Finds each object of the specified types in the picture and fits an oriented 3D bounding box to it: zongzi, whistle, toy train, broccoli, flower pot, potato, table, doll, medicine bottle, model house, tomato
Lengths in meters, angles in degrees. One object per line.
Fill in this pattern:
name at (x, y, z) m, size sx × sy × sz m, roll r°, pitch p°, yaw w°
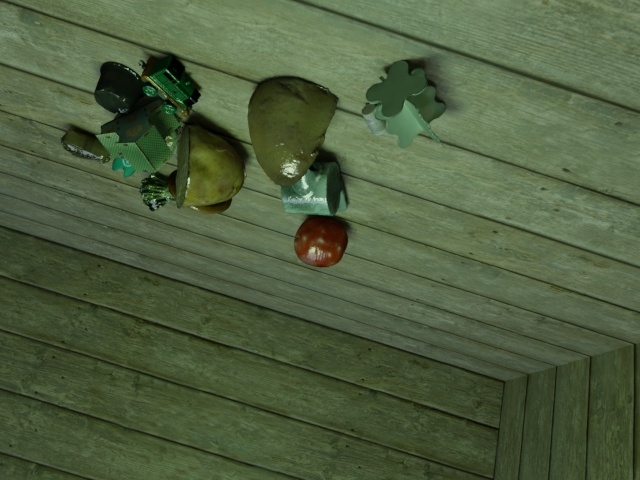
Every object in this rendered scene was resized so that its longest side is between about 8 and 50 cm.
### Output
zongzi at (-0.949, -0.368, 2.099) m, size 0.194 × 0.099 × 0.197 m, roll 22°, pitch 166°, yaw -10°
whistle at (-0.009, -0.189, 1.832) m, size 0.168 × 0.188 × 0.404 m, roll 3°, pitch -174°, yaw 17°
toy train at (-0.453, -0.474, 1.561) m, size 0.136 × 0.091 × 0.227 m, roll -14°, pitch 142°, yaw 32°
broccoli at (-0.609, -0.218, 2.168) m, size 0.303 × 0.165 × 0.146 m, roll -3°, pitch 120°, yaw 10°
flower pot at (-0.657, -0.482, 1.654) m, size 0.157 × 0.107 × 0.157 m, roll 15°, pitch 157°, yaw 6°
potato at (-0.380, -0.257, 1.821) m, size 0.237 × 0.301 × 0.288 m, roll 2°, pitch 176°, yaw -25°
table at (0.237, -0.342, 1.339) m, size 0.166 × 0.167 × 0.198 m, roll -1°, pitch 158°, yaw 34°
doll at (-0.693, -0.345, 1.952) m, size 0.258 × 0.153 × 0.195 m, roll -13°, pitch 127°, yaw 21°
potato at (-0.102, -0.318, 1.474) m, size 0.189 × 0.265 × 0.211 m, roll 23°, pitch 162°, yaw -35°
medicine bottle at (0.156, -0.350, 1.475) m, size 0.052 × 0.052 × 0.089 m, roll -1°, pitch 150°, yaw 34°
model house at (-0.576, -0.320, 1.676) m, size 0.271 × 0.206 × 0.178 m, roll -25°, pitch 135°, yaw -4°
tomato at (-0.001, 0.003, 2.135) m, size 0.231 × 0.232 × 0.189 m, roll 11°, pitch 133°, yaw 12°

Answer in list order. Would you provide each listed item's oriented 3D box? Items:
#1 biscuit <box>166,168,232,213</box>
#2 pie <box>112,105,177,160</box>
biscuit at (-0.465, -0.201, 1.982) m, size 0.261 × 0.262 × 0.037 m, roll 24°, pitch 125°, yaw -16°
pie at (-0.634, -0.370, 1.814) m, size 0.240 × 0.054 × 0.241 m, roll -4°, pitch 127°, yaw -6°
